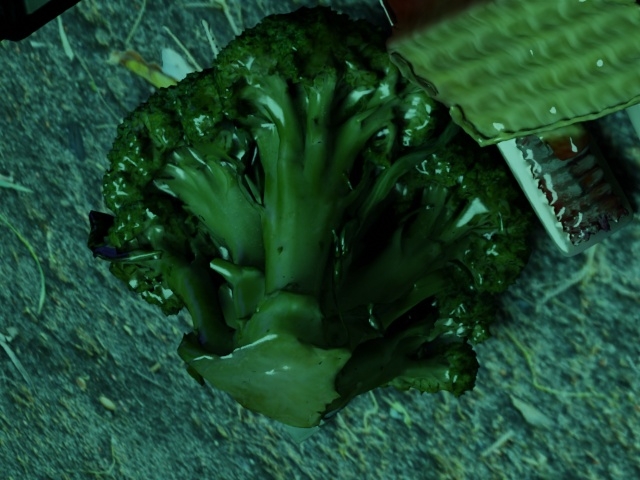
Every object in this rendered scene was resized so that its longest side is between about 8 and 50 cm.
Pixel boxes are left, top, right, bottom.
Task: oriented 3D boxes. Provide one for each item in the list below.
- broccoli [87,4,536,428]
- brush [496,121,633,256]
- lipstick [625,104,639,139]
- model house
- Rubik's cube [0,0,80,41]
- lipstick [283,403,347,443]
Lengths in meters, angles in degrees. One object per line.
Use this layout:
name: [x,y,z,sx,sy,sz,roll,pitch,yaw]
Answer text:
broccoli: [0.000,0.000,1.150,0.321,0.283,0.304,25,128,-11]
brush: [0.110,-0.136,1.087,0.321,0.060,0.050,59,-175,-4]
lipstick: [0.222,-0.071,1.042,0.038,0.038,0.130,-15,105,52]
model house: [0.137,-0.174,0.955,0.196,0.160,0.254,-13,108,51]
Rubik's cube: [-0.189,-0.348,1.017,0.283,0.293,0.288,50,162,12]
lipstick: [0.006,0.150,1.462,0.025,0.025,0.107,52,138,3]
